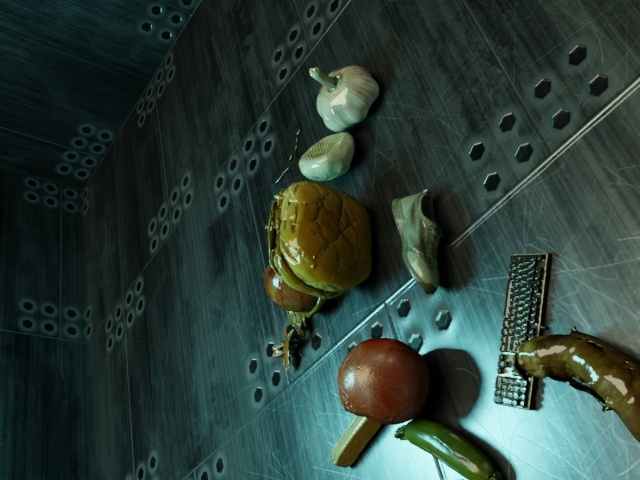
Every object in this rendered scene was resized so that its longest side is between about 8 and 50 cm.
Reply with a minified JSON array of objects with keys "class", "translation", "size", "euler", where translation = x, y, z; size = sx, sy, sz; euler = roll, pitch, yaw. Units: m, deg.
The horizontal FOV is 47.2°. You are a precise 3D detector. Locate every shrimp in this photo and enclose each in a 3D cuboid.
[{"class":"shrimp","translation":[-0.064,0.216,2.116],"size":[0.091,0.043,0.184],"euler":[-63,29,27]}]

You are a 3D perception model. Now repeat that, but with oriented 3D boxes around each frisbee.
[{"class":"frisbee","translation":[-0.084,-0.263,2.354],"size":[0.187,0.012,0.211],"euler":[31,101,54]}]

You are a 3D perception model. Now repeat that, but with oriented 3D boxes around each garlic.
[{"class":"garlic","translation":[0.036,-0.424,2.062],"size":[0.199,0.226,0.199],"euler":[-21,59,38]}]

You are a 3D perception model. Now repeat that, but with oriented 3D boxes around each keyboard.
[{"class":"keyboard","translation":[0.408,0.179,1.484],"size":[0.106,0.027,0.317],"euler":[-5,73,54]}]

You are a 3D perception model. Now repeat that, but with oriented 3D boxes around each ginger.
[{"class":"ginger","translation":[0.485,0.240,1.288],"size":[0.309,0.107,0.133],"euler":[26,84,51]}]

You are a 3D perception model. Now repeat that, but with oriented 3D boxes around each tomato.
[{"class":"tomato","translation":[0.142,0.312,1.645],"size":[0.208,0.208,0.184],"euler":[-6,63,53]}]

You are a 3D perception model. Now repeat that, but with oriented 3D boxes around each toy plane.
[{"class":"toy plane","translation":[-0.085,0.292,2.077],"size":[0.188,0.062,0.135],"euler":[127,144,-51]}]

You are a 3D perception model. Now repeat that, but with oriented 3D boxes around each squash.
[{"class":"squash","translation":[0.262,0.434,1.542],"size":[0.318,0.071,0.080],"euler":[14,91,56]}]

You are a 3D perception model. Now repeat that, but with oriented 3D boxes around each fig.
[{"class":"fig","translation":[-0.058,0.119,2.031],"size":[0.205,0.205,0.205],"euler":[-26,57,47]}]

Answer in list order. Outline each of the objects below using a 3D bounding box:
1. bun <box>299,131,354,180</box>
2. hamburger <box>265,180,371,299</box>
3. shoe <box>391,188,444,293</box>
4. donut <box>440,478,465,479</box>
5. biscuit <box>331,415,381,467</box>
[{"class":"bun","translation":[0.031,-0.231,2.104],"size":[0.183,0.102,0.183],"euler":[-29,24,14]},{"class":"hamburger","translation":[0.000,0.000,1.895],"size":[0.158,0.318,0.319],"euler":[-34,51,47]},{"class":"shoe","translation":[0.243,-0.003,1.725],"size":[0.098,0.103,0.275],"euler":[-31,53,30]},{"class":"donut","translation":[0.219,0.592,1.502],"size":[0.259,0.101,0.152],"euler":[-42,55,43]},{"class":"biscuit","translation":[0.088,0.473,1.788],"size":[0.188,0.052,0.056],"euler":[-57,22,22]}]
